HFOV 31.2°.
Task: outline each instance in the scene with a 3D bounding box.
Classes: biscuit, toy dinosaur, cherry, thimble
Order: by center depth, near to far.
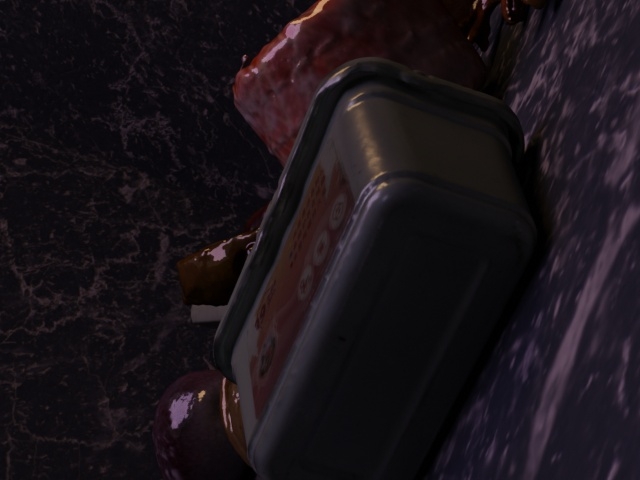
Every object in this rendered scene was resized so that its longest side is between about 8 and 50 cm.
[{"bbox_3d":[0.001,0.002,1.085,0.296,0.295,0.075,164,84,-83],"label":"biscuit"},{"bbox_3d":[0.036,-0.160,1.148,0.239,0.162,0.239,-35,1,0],"label":"thimble"},{"bbox_3d":[0.180,-0.315,1.176,0.208,0.097,0.432,-51,18,40],"label":"toy dinosaur"},{"bbox_3d":[-0.181,0.308,1.868,0.213,0.183,0.266,100,173,-74],"label":"cherry"}]

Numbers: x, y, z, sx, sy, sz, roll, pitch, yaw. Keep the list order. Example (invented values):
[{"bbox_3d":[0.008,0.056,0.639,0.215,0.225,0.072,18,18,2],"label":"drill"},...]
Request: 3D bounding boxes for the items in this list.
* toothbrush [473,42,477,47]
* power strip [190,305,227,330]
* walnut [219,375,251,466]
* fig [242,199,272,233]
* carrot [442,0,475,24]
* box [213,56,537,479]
[{"bbox_3d":[0.154,-0.184,1.338,0.162,0.014,0.017,118,153,-45],"label":"toothbrush"},{"bbox_3d":[-0.043,0.082,1.296,0.270,0.118,0.046,-8,68,56],"label":"power strip"},{"bbox_3d":[-0.019,0.144,1.086,0.155,0.155,0.184,121,165,-61],"label":"walnut"},{"bbox_3d":[0.007,0.026,1.410,0.175,0.207,0.175,-30,-6,-4],"label":"fig"},{"bbox_3d":[0.121,-0.280,1.406,0.225,0.159,0.159,-37,30,60],"label":"carrot"},{"bbox_3d":[0.042,0.044,0.863,0.182,0.175,0.312,-101,31,-62],"label":"box"}]
